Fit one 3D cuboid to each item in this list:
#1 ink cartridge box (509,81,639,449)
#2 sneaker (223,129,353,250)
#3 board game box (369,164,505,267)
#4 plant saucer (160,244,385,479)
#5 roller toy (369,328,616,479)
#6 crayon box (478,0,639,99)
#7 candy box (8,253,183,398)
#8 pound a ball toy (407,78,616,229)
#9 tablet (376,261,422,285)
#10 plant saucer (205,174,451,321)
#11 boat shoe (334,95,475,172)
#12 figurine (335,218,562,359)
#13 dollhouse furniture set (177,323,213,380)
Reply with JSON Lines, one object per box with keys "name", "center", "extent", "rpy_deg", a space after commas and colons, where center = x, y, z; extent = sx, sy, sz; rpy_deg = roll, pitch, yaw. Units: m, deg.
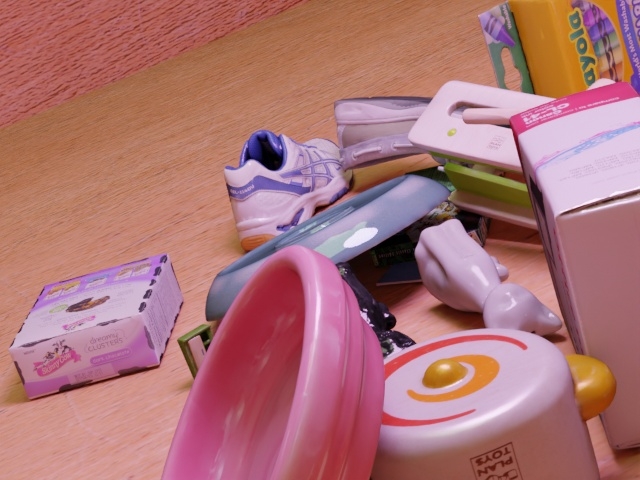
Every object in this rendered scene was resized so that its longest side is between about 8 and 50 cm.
{"name": "ink cartridge box", "center": [0.268, 0.011, 1.397], "extent": [0.131, 0.226, 0.306], "rpy_deg": [-15, 18, 6]}
{"name": "sneaker", "center": [-0.040, -0.100, 2.129], "extent": [0.111, 0.131, 0.296], "rpy_deg": [-12, 18, 22]}
{"name": "board game box", "center": [0.150, -0.041, 1.952], "extent": [0.136, 0.030, 0.260], "rpy_deg": [-14, 19, 19]}
{"name": "plant saucer", "center": [-0.041, 0.170, 1.215], "extent": [0.084, 0.332, 0.332], "rpy_deg": [20, 12, -16]}
{"name": "roller toy", "center": [0.116, 0.159, 1.245], "extent": [0.209, 0.146, 0.191], "rpy_deg": [-3, 25, 36]}
{"name": "crayon box", "center": [0.371, -0.264, 2.100], "extent": [0.323, 0.203, 0.083], "rpy_deg": [-30, 23, -30]}
{"name": "candy box", "center": [-0.261, 0.098, 1.872], "extent": [0.164, 0.070, 0.196], "rpy_deg": [-15, 19, 9]}
{"name": "pound a ball toy", "center": [0.244, -0.120, 1.728], "extent": [0.319, 0.208, 0.136], "rpy_deg": [16, 62, 48]}
{"name": "tablet", "center": [0.109, 0.036, 1.806], "extent": [0.083, 0.006, 0.054], "rpy_deg": [-7, 22, 32]}
{"name": "plant saucer", "center": [0.000, 0.000, 1.814], "extent": [0.317, 0.044, 0.317], "rpy_deg": [-27, 4, 2]}
{"name": "boat shoe", "center": [0.143, -0.130, 2.038], "extent": [0.320, 0.103, 0.118], "rpy_deg": [8, 13, 42]}
{"name": "figurine", "center": [0.114, 0.077, 1.591], "extent": [0.214, 0.092, 0.209], "rpy_deg": [-21, 27, -11]}
{"name": "dollhouse furniture set", "center": [-0.083, 0.127, 1.648], "extent": [0.076, 0.059, 0.151], "rpy_deg": [-30, 22, -31]}
